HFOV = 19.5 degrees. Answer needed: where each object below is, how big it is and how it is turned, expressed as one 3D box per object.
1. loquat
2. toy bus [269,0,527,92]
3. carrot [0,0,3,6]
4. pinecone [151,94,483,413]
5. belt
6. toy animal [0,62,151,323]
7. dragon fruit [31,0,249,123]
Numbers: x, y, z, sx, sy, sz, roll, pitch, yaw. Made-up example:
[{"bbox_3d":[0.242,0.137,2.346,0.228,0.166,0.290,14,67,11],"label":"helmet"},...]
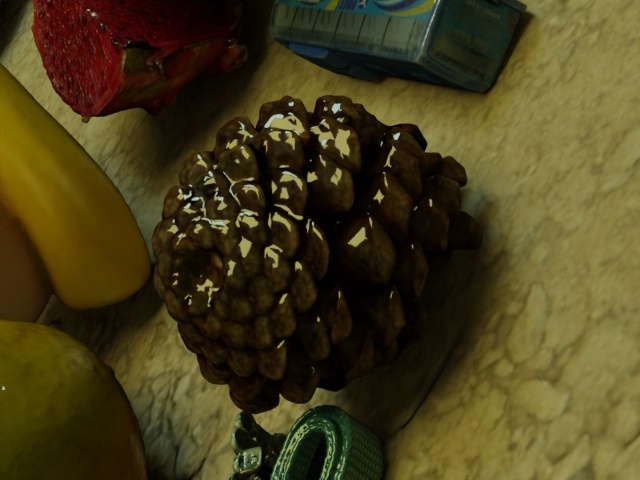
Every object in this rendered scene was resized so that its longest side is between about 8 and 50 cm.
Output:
[{"bbox_3d":[-0.218,0.145,1.305,0.213,0.213,0.246,-34,11,36],"label":"loquat"},{"bbox_3d":[0.045,-0.162,1.318,0.236,0.079,0.094,18,80,59],"label":"toy bus"},{"bbox_3d":[-0.485,-0.289,2.074,0.341,0.224,0.224,-12,54,56],"label":"carrot"},{"bbox_3d":[-0.005,0.003,1.152,0.184,0.204,0.179,-34,80,31],"label":"pinecone"},{"bbox_3d":[-0.021,0.187,1.118,0.100,0.065,0.179,-10,53,40],"label":"belt"},{"bbox_3d":[-0.321,-0.026,1.501,0.247,0.277,0.345,-42,28,-8],"label":"toy animal"},{"bbox_3d":[-0.144,-0.175,1.584,0.274,0.161,0.126,-126,37,-46],"label":"dragon fruit"}]
